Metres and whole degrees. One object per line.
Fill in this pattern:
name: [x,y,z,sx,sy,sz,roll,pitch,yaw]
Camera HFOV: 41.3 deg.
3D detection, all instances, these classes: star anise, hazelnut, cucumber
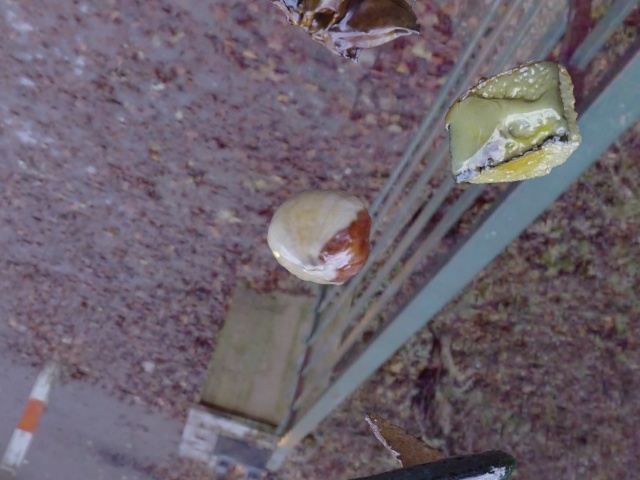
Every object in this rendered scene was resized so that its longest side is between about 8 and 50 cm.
star anise: [-0.009,-0.393,1.261,0.346,0.148,0.237,47,174,6]
hazelnut: [0.000,0.000,2.039,0.261,0.241,0.261,8,136,8]
cucumber: [0.089,0.187,0.660,0.133,0.032,0.032,-11,149,0]

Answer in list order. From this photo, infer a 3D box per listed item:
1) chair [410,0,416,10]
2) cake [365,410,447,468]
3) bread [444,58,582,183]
chair: [0.186,-0.547,1.702,0.095,0.104,0.221,19,167,-5]
cake: [0.182,0.414,1.495,0.295,0.113,0.116,37,163,34]
bread: [0.378,-0.225,1.647,0.262,0.204,0.162,-16,163,32]
